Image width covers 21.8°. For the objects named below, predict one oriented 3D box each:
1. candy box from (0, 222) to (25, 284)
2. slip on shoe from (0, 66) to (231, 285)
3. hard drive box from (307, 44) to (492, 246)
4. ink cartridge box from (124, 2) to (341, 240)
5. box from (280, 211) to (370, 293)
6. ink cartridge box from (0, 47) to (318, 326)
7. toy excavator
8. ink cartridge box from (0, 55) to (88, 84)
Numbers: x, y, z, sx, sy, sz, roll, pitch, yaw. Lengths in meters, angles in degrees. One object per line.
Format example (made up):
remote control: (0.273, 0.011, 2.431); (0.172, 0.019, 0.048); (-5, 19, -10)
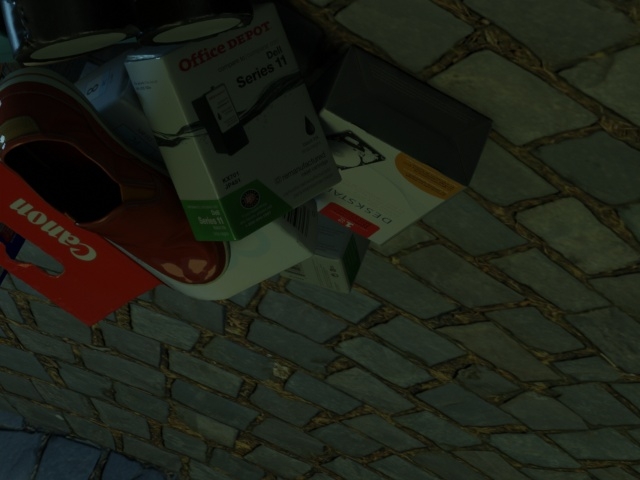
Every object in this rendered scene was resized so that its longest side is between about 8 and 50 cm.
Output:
candy box: (-0.524, -0.081, 2.166); (0.317, 0.268, 0.122); (11, 151, 24)
slip on shoe: (-0.217, -0.043, 1.722); (0.123, 0.101, 0.331); (-24, 132, 26)
hard drive box: (0.054, -0.100, 1.847); (0.181, 0.089, 0.232); (28, 156, -11)
ink cartridge box: (-0.089, -0.124, 1.712); (0.087, 0.153, 0.208); (3, 119, 56)
box: (0.000, 0.000, 2.111); (0.102, 0.087, 0.101); (14, 156, 16)
ink cartridge box: (-0.244, -0.020, 1.888); (0.385, 0.091, 0.308); (-28, 130, 30)
toy excavator: (-0.254, -0.255, 1.547); (0.445, 0.222, 0.433); (-13, -179, 40)
ink cartridge box: (-0.404, -0.220, 1.883); (0.168, 0.171, 0.233); (11, 155, 21)
